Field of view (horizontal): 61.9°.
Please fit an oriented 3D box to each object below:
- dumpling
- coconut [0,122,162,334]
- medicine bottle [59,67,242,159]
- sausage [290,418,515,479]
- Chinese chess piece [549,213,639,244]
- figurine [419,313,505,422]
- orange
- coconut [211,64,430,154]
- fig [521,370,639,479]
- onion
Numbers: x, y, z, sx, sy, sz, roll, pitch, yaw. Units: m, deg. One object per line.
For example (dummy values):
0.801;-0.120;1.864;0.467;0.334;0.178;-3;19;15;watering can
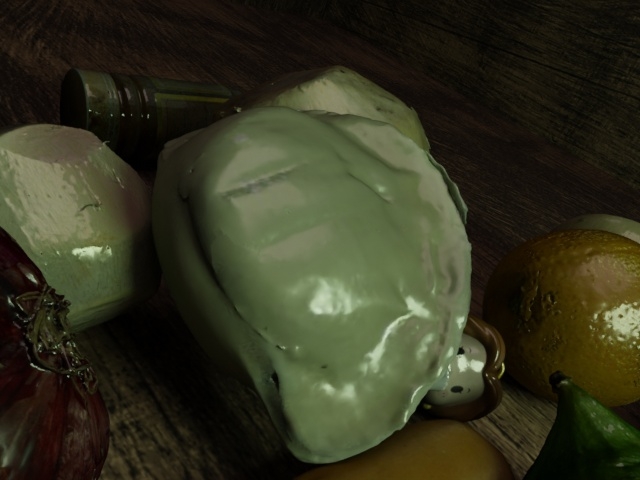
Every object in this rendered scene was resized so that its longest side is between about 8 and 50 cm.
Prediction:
0.000;0.000;0.542;0.315;0.233;0.395;-23;64;-3;dumpling
-0.289;-0.015;0.570;0.227;0.227;0.231;-19;79;-49;coconut
-0.297;-0.226;1.001;0.322;0.151;0.151;-6;40;-40;medicine bottle
0.086;0.253;0.523;0.353;0.116;0.134;-5;28;-45;sausage
0.523;0.071;0.962;0.273;0.273;0.102;34;70;20;Chinese chess piece
0.118;0.153;0.670;0.263;0.142;0.189;5;0;-21;figurine
0.378;0.111;0.783;0.274;0.274;0.274;16;30;-10;orange
0.005;-0.089;0.825;0.352;0.353;0.353;16;30;-10;coconut
0.267;0.243;0.504;0.203;0.203;0.236;3;73;-30;fig
-0.273;0.105;0.359;0.280;0.281;0.221;16;6;-11;onion
